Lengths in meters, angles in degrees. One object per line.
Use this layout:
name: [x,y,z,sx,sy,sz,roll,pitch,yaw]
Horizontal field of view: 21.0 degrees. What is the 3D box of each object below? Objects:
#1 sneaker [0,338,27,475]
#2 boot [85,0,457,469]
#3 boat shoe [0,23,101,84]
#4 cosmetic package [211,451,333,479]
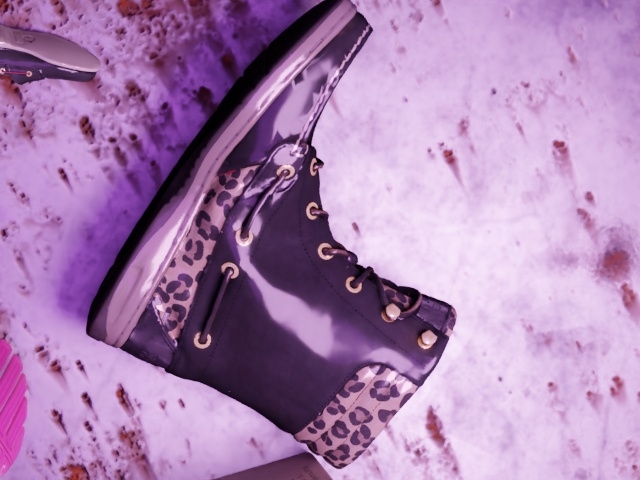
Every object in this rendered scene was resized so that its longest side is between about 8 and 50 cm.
sneaker: [-0.353,0.106,1.530,0.111,0.103,0.252,-14,116,30]
boot: [0.000,0.000,1.554,0.284,0.138,0.377,35,92,-10]
boat shoe: [-0.264,-0.163,1.545,0.133,0.049,0.042,11,121,-17]
cosmetic package: [-0.130,0.297,1.549,0.309,0.160,0.113,-15,96,-9]
